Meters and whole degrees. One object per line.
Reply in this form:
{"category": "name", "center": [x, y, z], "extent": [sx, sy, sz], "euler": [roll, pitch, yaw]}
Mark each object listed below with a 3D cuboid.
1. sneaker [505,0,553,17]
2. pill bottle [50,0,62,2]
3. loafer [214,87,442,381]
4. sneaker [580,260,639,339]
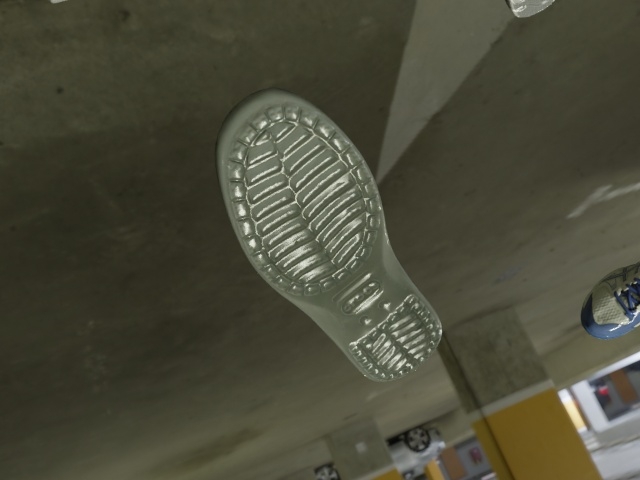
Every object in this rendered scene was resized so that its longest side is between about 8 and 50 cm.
{"category": "sneaker", "center": [0.266, -0.436, 0.984], "extent": [0.105, 0.115, 0.281], "euler": [-19, 127, -10]}
{"category": "pill bottle", "center": [-0.244, -0.478, 1.088], "extent": [0.361, 0.204, 0.204], "euler": [-21, 161, -15]}
{"category": "loafer", "center": [0.000, 0.000, 0.515], "extent": [0.094, 0.087, 0.251], "euler": [-33, 128, -4]}
{"category": "sneaker", "center": [0.612, 0.071, 1.396], "extent": [0.296, 0.112, 0.131], "euler": [-36, 161, 0]}
